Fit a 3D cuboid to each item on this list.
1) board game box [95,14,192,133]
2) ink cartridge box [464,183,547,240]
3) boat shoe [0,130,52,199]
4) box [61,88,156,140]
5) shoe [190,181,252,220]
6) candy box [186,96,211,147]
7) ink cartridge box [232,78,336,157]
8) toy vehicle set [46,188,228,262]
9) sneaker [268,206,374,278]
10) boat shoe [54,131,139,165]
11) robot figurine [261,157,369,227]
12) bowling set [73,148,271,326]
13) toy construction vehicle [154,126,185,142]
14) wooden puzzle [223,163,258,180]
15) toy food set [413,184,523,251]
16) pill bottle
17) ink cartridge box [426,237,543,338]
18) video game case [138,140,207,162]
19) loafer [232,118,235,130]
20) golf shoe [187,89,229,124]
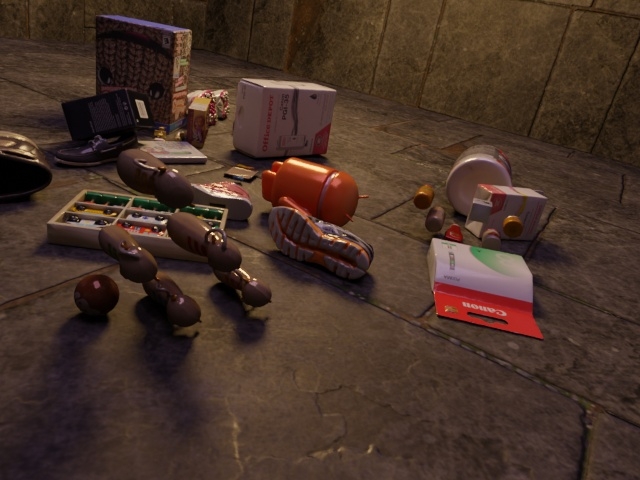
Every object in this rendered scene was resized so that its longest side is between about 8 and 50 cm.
[{"bbox_3d":[-0.527,-0.495,1.502,0.232,0.290,0.141,12,25,2],"label":"board game box"},{"bbox_3d":[0.461,-0.065,1.211,0.198,0.115,0.067,2,25,-20],"label":"ink cartridge box"},{"bbox_3d":[-0.618,-0.117,0.819,0.130,0.132,0.355,25,28,29],"label":"boat shoe"},{"bbox_3d":[-0.512,-0.304,1.233,0.158,0.093,0.156,-14,11,1],"label":"box"},{"bbox_3d":[-0.227,-0.088,1.021,0.178,0.063,0.081,11,22,-15],"label":"shoe"},{"bbox_3d":[-0.358,-0.352,1.486,0.053,0.109,0.186,7,25,-9],"label":"candy box"},{"bbox_3d":[-0.104,-0.360,1.499,0.283,0.207,0.117,-13,32,-42],"label":"ink cartridge box"},{"bbox_3d":[-0.303,-0.028,0.880,0.267,0.035,0.166,8,24,-9],"label":"toy vehicle set"},{"bbox_3d":[0.000,0.000,0.911,0.215,0.084,0.083,30,25,17],"label":"sneaker"},{"bbox_3d":[-0.515,-0.217,1.168,0.075,0.064,0.206,26,28,29],"label":"boat shoe"},{"bbox_3d":[-0.016,-0.096,1.054,0.220,0.128,0.158,18,4,17],"label":"robot figurine"},{"bbox_3d":[-0.198,0.047,0.644,0.200,0.287,0.154,-49,43,-14],"label":"bowling set"},{"bbox_3d":[-0.430,-0.301,1.431,0.086,0.035,0.098,8,24,-8],"label":"toy construction vehicle"},{"bbox_3d":[-0.199,-0.168,1.270,0.079,0.014,0.116,12,23,13],"label":"wooden puzzle"},{"bbox_3d":[0.319,-0.048,1.112,0.232,0.111,0.104,14,24,13],"label":"toy food set"},{"bbox_3d":[0.442,-0.175,1.389,0.161,0.161,0.283,18,25,13],"label":"pill bottle"},{"bbox_3d":[0.290,0.075,0.902,0.181,0.056,0.224,12,22,2],"label":"ink cartridge box"},{"bbox_3d":[-0.396,-0.231,1.311,0.157,0.019,0.143,-7,29,-35],"label":"video game case"},{"bbox_3d":[-0.262,-0.368,1.640,0.050,0.056,0.148,8,14,-7],"label":"loafer"},{"bbox_3d":[-0.411,-0.460,1.727,0.140,0.115,0.306,3,16,5],"label":"golf shoe"}]
